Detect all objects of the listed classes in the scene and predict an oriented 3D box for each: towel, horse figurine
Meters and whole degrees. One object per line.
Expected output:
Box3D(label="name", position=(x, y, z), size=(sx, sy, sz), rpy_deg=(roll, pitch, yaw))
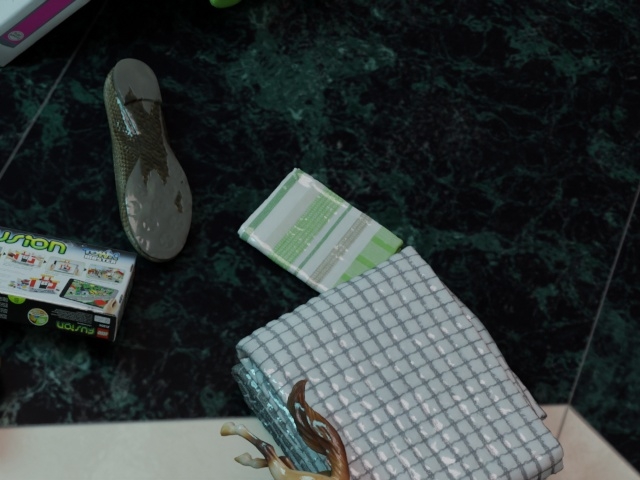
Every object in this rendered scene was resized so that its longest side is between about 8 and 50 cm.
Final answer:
Box3D(label="towel", position=(0.077, 0.174, 1.567), size=(0.235, 0.121, 0.284), rpy_deg=(-26, 65, -23))
Box3D(label="towel", position=(0.000, 0.000, 1.717), size=(0.152, 0.023, 0.113), rpy_deg=(36, 63, 11))
Box3D(label="horse figurine", position=(-0.025, 0.269, 1.450), size=(0.174, 0.263, 0.066), rpy_deg=(21, 17, 28))

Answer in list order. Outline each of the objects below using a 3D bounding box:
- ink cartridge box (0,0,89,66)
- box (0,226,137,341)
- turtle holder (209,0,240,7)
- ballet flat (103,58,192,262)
Box3D(label="ink cartridge box", position=(-0.265, -0.360, 1.727), size=(0.069, 0.371, 0.176), rpy_deg=(21, 46, -46))
Box3D(label="box", position=(-0.301, 0.038, 1.616), size=(0.206, 0.036, 0.114), rpy_deg=(11, 34, -1))
Box3D(label="turtle holder", position=(-0.083, -0.436, 1.839), size=(0.320, 0.243, 0.227), rpy_deg=(-38, 54, -16))
Box3D(label="ballet flat", position=(-0.198, -0.084, 1.723), size=(0.084, 0.058, 0.250), rpy_deg=(1, 63, -33))
